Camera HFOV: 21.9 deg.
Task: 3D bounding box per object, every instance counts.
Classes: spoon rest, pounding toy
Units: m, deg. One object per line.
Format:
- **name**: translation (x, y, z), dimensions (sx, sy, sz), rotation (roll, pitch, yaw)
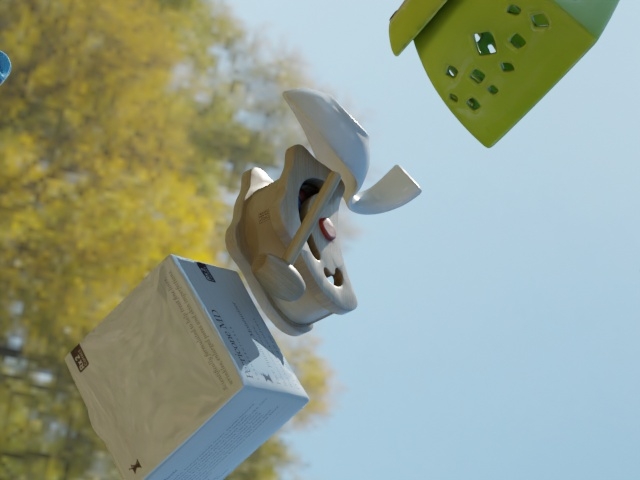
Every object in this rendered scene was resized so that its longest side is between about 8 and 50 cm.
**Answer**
- **spoon rest**: translation (0.032, -0.096, 1.981), dimensions (0.084, 0.276, 0.137), rotation (-44, -122, 5)
- **pounding toy**: translation (0.000, 0.000, 1.840), dimensions (0.155, 0.154, 0.269), rotation (-27, -152, 25)

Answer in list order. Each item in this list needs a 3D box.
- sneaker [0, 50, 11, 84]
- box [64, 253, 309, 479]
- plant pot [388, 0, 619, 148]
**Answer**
- **sneaker**: translation (-0.447, -0.298, 1.768), dimensions (0.125, 0.139, 0.341), rotation (-68, 139, -60)
- **box**: translation (-0.141, 0.144, 1.718), dimensions (0.182, 0.119, 0.181), rotation (-43, -121, 20)
- **plant pot**: translation (0.228, -0.292, 2.078), dimensions (0.228, 0.207, 0.227), rotation (-48, -174, 39)
